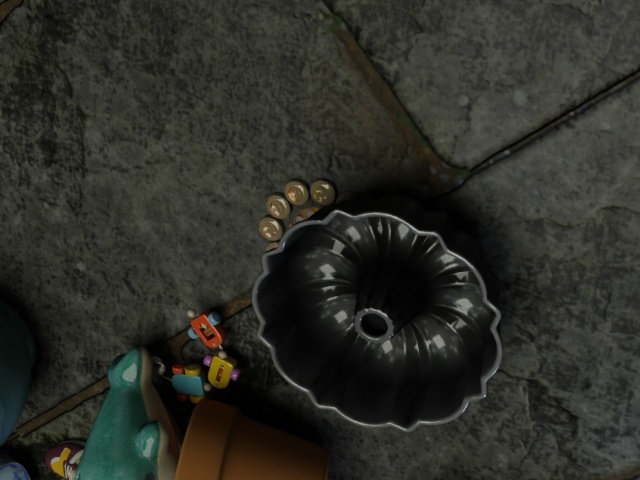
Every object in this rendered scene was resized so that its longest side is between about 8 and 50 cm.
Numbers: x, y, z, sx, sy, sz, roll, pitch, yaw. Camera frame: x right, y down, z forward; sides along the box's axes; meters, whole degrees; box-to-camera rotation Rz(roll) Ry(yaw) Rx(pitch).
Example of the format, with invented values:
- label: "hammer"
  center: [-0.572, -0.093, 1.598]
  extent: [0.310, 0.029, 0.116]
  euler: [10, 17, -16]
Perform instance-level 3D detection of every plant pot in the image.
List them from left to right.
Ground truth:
- label: "plant pot"
  center: [-0.581, 0.201, 1.929]
  extent: [0.293, 0.196, 0.293]
  euler: [13, 122, 21]
- label: "plant pot"
  center: [-0.099, 0.389, 1.759]
  extent: [0.203, 0.291, 0.291]
  euler: [8, 122, 4]

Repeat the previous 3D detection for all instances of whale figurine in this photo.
- label: "whale figurine"
  center: [-0.294, 0.296, 1.778]
  extent: [0.216, 0.141, 0.272]
  euler: [-27, 67, 59]

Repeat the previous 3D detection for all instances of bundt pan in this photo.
- label: "bundt pan"
  center: [0.084, 0.079, 1.558]
  extent: [0.330, 0.124, 0.331]
  euler: [9, 121, 15]

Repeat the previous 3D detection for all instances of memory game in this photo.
- label: "memory game"
  center: [0.000, 0.000, 1.636]
  extent: [0.186, 0.012, 0.186]
  euler: [12, 122, 20]

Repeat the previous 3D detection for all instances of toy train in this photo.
- label: "toy train"
  center: [-0.179, 0.170, 1.805]
  extent: [0.125, 0.046, 0.166]
  euler: [49, 125, -2]

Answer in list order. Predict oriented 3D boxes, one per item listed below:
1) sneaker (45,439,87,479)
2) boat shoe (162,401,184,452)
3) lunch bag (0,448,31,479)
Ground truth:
- label: "sneaker"
  center: [-0.395, 0.386, 2.009]
  extent: [0.185, 0.084, 0.070]
  euler: [1, 117, 26]
- label: "boat shoe"
  center: [-0.278, 0.368, 1.930]
  extent: [0.109, 0.098, 0.302]
  euler: [-1, 116, 27]
- label: "lunch bag"
  center: [-0.575, 0.488, 2.105]
  extent: [0.090, 0.176, 0.219]
  euler: [21, 132, 48]
